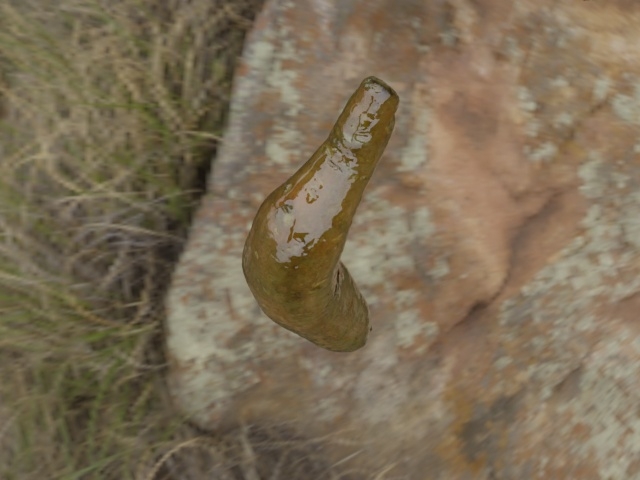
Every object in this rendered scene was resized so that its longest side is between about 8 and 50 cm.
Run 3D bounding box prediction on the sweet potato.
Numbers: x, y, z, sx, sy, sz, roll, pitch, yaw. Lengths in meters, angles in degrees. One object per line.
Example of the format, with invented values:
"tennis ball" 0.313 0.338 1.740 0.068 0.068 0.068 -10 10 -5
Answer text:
"sweet potato" -0.005 0.001 1.313 0.108 0.346 0.079 -30 64 -22
